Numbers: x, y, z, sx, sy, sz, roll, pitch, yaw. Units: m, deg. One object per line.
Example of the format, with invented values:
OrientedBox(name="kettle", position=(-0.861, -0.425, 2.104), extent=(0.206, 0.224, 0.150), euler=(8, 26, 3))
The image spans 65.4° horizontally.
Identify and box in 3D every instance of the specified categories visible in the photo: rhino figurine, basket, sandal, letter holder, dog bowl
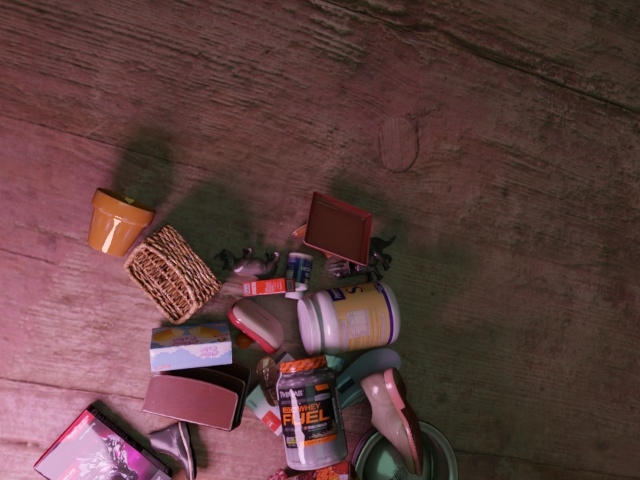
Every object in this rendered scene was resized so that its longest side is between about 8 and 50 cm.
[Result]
OrientedBox(name="rhino figurine", position=(-0.273, 0.081, 1.853), extent=(0.243, 0.073, 0.106), euler=(9, 77, -11))
OrientedBox(name="basket", position=(-0.511, 0.122, 1.713), extent=(0.223, 0.213, 0.299), euler=(-40, 93, -17))
OrientedBox(name="sandal", position=(-0.179, 0.491, 1.743), extent=(0.072, 0.049, 0.180), euler=(-15, 99, -9))
OrientedBox(name="letter holder", position=(-0.405, 0.492, 1.679), extent=(0.302, 0.152, 0.214), euler=(11, 78, 6))
OrientedBox(name="dog bowl", position=(0.293, 0.855, 1.845), extent=(0.408, 0.150, 0.407), euler=(2, 82, -14))

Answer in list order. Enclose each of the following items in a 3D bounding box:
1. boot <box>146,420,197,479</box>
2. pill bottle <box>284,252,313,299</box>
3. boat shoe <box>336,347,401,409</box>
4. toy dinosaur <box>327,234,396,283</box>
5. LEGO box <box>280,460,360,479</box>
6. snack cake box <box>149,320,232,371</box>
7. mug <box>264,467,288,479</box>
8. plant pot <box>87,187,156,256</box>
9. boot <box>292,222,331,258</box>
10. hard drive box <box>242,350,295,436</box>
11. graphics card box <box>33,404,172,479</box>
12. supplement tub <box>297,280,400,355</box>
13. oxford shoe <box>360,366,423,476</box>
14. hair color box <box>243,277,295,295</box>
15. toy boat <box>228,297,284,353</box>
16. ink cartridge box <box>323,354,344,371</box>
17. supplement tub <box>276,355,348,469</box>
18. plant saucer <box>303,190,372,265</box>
OrientedBox(name="boot", position=(-0.506, 0.734, 1.708), extent=(0.137, 0.077, 0.197), euler=(-14, 73, -11))
OrientedBox(name="pill bottle", position=(-0.085, 0.136, 1.880), extent=(0.094, 0.094, 0.169), euler=(12, 80, -12))
OrientedBox(name="boat shoe", position=(0.144, 0.539, 1.859), extent=(0.367, 0.156, 0.136), euler=(-36, 65, -7))
OrientedBox(name="toy dinosaur", position=(0.195, 0.063, 1.949), extent=(0.313, 0.121, 0.160), euler=(-44, 100, -13))
OrientedBox(name="LEGO box", position=(0.017, 0.998, 1.593), extent=(0.373, 0.193, 0.500), euler=(-22, 107, 12))
OrientedBox(name="snack cake box", position=(-0.444, 0.362, 1.719), extent=(0.265, 0.152, 0.089), euler=(-3, 108, -15))
OrientedBox(name="mug", position=(-0.178, 0.903, 1.759), extent=(0.169, 0.150, 0.113), euler=(-35, 55, -20))
OrientedBox(name="plant pot", position=(-0.699, -0.055, 1.711), extent=(0.205, 0.205, 0.187), euler=(24, 92, -10))
OrientedBox(name="boot", position=(0.000, 0.000, 1.927), extent=(0.197, 0.073, 0.152), euler=(-17, 82, -19))
OrientedBox(name="hard drive box", position=(-0.142, 0.551, 1.810), extent=(0.181, 0.089, 0.232), euler=(44, 75, -4))
OrientedBox(name="graphics card box", position=(-0.705, 0.753, 1.639), extent=(0.371, 0.094, 0.232), euler=(43, 74, -6))
OrientedBox(name="supplement tub", position=(0.100, 0.288, 1.829), extent=(0.332, 0.241, 0.240), euler=(-8, 84, -16))
OrientedBox(name="oxford shoe", position=(0.257, 0.637, 1.744), extent=(0.147, 0.140, 0.396), euler=(-18, 93, 18))
OrientedBox(name="hair color box", position=(-0.185, 0.170, 1.810), extent=(0.167, 0.093, 0.053), euler=(-9, 82, 21))
OrientedBox(name="toy boat", position=(-0.247, 0.331, 1.806), extent=(0.231, 0.151, 0.151), euler=(38, 105, -6))
OrientedBox(name="ink cartridge box", position=(0.043, 0.462, 1.900), extent=(0.083, 0.028, 0.048), euler=(25, 77, -10))
OrientedBox(name="supplement tub", position=(-0.034, 0.568, 1.673), extent=(0.207, 0.207, 0.337), euler=(-7, 78, -15))
OrientedBox(name="plant saucer", position=(0.065, -0.039, 1.893), extent=(0.259, 0.047, 0.258), euler=(20, 52, -13))
